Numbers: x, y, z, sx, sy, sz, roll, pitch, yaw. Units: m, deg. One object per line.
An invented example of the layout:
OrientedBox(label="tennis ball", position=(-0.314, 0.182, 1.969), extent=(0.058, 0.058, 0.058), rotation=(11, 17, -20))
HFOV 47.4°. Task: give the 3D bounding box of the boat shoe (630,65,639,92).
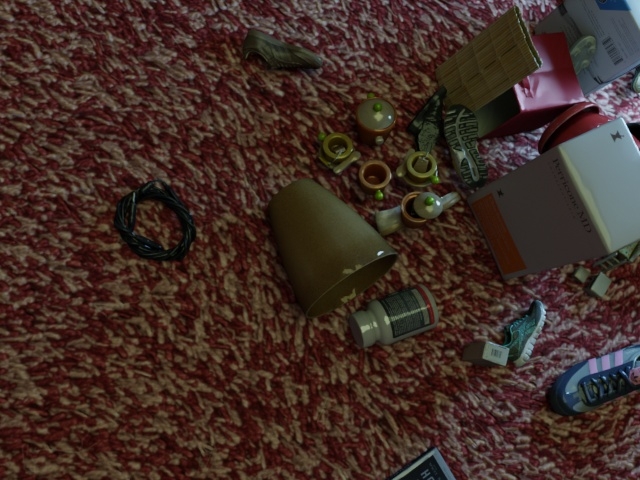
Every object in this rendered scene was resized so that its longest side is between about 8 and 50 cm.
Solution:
OrientedBox(label="boat shoe", position=(0.853, -0.439, 1.910), extent=(0.152, 0.049, 0.056), rotation=(-48, 111, -20))

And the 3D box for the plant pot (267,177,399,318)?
OrientedBox(label="plant pot", position=(0.000, 0.000, 1.575), extent=(0.237, 0.237, 0.254), rotation=(-30, 73, -15))

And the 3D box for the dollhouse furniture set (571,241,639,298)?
OrientedBox(label="dollhouse furniture set", position=(0.651, 0.022, 1.759), extent=(0.182, 0.101, 0.161), rotation=(37, 75, -4))

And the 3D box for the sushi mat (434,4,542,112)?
OrientedBox(label="sushi mat", position=(0.372, -0.391, 1.661), extent=(0.019, 0.316, 0.151), rotation=(-16, 84, -27))

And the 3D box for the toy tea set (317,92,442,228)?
OrientedBox(label="toy tea set", position=(0.158, -0.184, 1.637), extent=(0.336, 0.124, 0.200), rotation=(42, 72, 14))

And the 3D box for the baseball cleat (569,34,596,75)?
OrientedBox(label="baseball cleat", position=(0.595, -0.426, 1.775), extent=(0.072, 0.206, 0.109), rotation=(4, 45, -16))

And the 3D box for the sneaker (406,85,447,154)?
OrientedBox(label="sneaker", position=(0.273, -0.283, 1.756), extent=(0.089, 0.051, 0.170), rotation=(40, 79, -4))

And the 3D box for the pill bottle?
OrientedBox(label="pill bottle", position=(0.161, 0.172, 1.621), extent=(0.180, 0.108, 0.108), rotation=(-18, 85, -15))

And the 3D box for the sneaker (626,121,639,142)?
OrientedBox(label="sneaker", position=(0.688, -0.203, 1.792), extent=(0.286, 0.130, 0.109), rotation=(-44, 94, -14))

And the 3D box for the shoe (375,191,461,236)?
OrientedBox(label="shoe", position=(0.227, -0.075, 1.695), extent=(0.219, 0.076, 0.058), rotation=(-23, 91, -13))

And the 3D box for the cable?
OrientedBox(label="cable", position=(-0.356, -0.033, 1.574), extent=(0.150, 0.047, 0.184), rotation=(-33, 89, -15))

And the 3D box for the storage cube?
OrientedBox(label="storage cube", position=(0.473, -0.366, 1.734), extent=(0.193, 0.215, 0.183), rotation=(-13, 83, -21))

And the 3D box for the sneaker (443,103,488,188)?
OrientedBox(label="sneaker", position=(0.337, -0.219, 1.735), extent=(0.081, 0.094, 0.208), rotation=(-11, 87, 1))

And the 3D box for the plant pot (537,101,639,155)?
OrientedBox(label="plant pot", position=(0.608, -0.204, 1.671), extent=(0.191, 0.191, 0.174), rotation=(-28, 64, -15))

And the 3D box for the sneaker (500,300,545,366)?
OrientedBox(label="sneaker", position=(0.471, 0.209, 1.710), extent=(0.076, 0.065, 0.166), rotation=(27, 74, -3))

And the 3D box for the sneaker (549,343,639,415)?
OrientedBox(label="sneaker", position=(0.689, 0.319, 1.701), extent=(0.319, 0.131, 0.112), rotation=(-23, 86, -15))

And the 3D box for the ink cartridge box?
OrientedBox(label="ink cartridge box", position=(0.686, -0.504, 1.751), extent=(0.129, 0.307, 0.223), rotation=(-26, 87, -18))

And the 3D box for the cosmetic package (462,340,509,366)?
OrientedBox(label="cosmetic package", position=(0.373, 0.258, 1.650), extent=(0.060, 0.115, 0.041), rotation=(19, 76, -10))

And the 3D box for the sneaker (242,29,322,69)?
OrientedBox(label="sneaker", position=(-0.091, -0.425, 1.701), extent=(0.188, 0.066, 0.071), rotation=(21, 93, -3))

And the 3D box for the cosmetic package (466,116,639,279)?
OrientedBox(label="cosmetic package", position=(0.504, -0.067, 1.559), extent=(0.161, 0.453, 0.230), rotation=(-23, 85, -14))

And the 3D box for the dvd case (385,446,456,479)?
OrientedBox(label="dvd case", position=(0.203, 0.596, 1.600), extent=(0.239, 0.029, 0.179), rotation=(-31, 89, -15))
